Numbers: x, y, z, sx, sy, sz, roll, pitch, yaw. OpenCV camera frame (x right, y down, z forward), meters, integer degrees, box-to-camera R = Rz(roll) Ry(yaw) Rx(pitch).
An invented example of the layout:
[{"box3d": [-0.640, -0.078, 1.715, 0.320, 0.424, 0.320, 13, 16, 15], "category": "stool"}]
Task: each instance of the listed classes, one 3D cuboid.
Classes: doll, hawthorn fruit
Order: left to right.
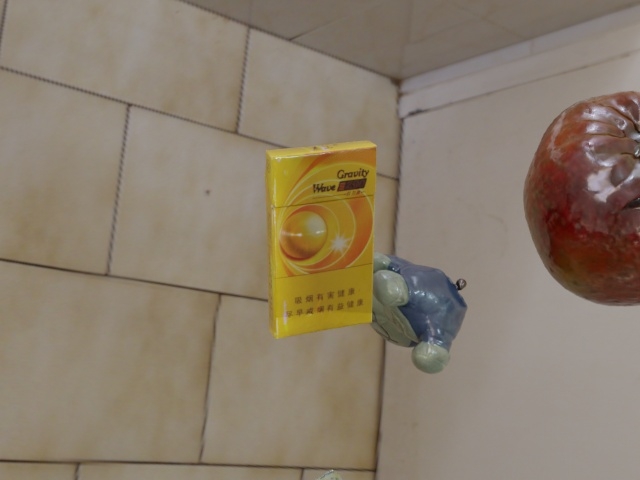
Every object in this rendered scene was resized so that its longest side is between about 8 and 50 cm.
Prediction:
[{"box3d": [0.139, 0.105, 1.517, 0.154, 0.258, 0.228, -39, 103, -18], "category": "doll"}, {"box3d": [0.572, -0.056, 1.620, 0.403, 0.403, 0.402, 4, 83, -37], "category": "hawthorn fruit"}]

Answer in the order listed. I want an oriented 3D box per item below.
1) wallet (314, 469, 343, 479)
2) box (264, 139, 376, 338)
[{"box3d": [-0.018, 0.437, 1.060, 0.223, 0.309, 0.077, -31, 117, 3], "category": "wallet"}, {"box3d": [0.000, 0.000, 1.245, 0.152, 0.043, 0.269, -8, 113, -20], "category": "box"}]
